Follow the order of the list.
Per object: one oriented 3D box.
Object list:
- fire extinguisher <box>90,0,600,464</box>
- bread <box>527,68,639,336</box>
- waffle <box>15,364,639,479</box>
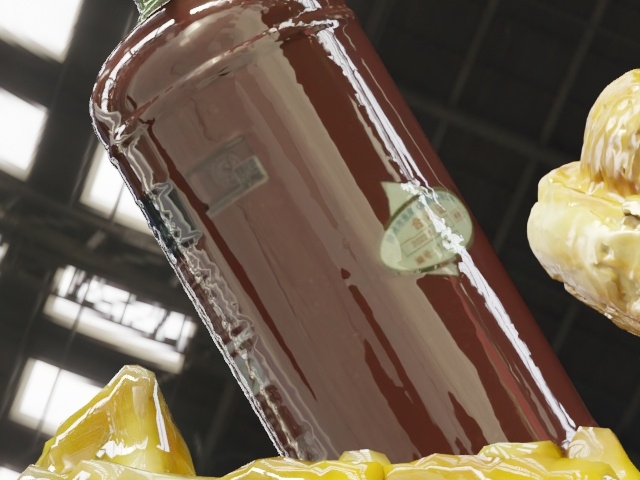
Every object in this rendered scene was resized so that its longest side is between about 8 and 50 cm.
[{"bbox_3d":[0.000,0.000,0.689,0.114,0.135,0.337,-31,-97,4],"label":"fire extinguisher"},{"bbox_3d":[0.220,-0.012,0.840,0.236,0.198,0.120,1,-78,-19],"label":"bread"},{"bbox_3d":[0.087,0.107,0.368,0.324,0.261,0.151,-12,-68,-37],"label":"waffle"}]
